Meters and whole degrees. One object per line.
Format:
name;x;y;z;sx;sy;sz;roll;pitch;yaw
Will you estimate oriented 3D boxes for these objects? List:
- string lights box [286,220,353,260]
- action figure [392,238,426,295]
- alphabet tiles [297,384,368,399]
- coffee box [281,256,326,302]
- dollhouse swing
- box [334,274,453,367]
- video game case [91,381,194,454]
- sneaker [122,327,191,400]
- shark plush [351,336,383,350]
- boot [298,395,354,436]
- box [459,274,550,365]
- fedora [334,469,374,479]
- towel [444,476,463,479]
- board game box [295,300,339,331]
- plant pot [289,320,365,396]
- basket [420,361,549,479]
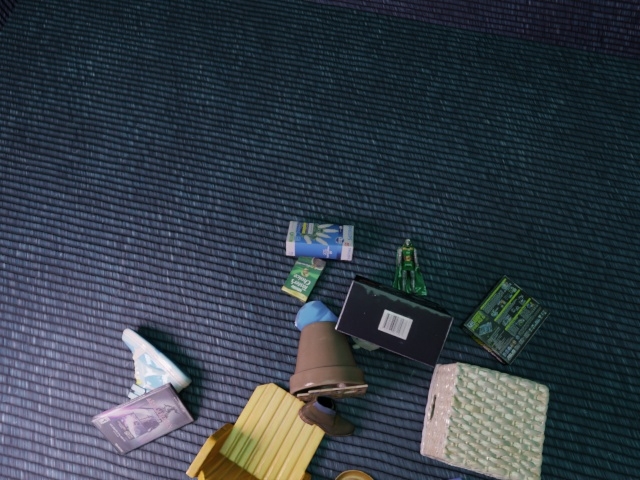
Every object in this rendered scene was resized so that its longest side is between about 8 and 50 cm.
string lights box;0.000;0.000;1.753;0.259;0.077;0.133;4;42;1
action figure;0.349;0.102;1.753;0.137;0.063;0.232;1;67;4
alphabet tiles;0.041;0.535;1.527;0.237;0.198;0.009;-5;62;-1
coffee box;-0.063;0.144;1.746;0.113;0.040;0.184;27;73;9
dollhouse swing;-0.171;0.680;1.446;0.346;0.315;0.305;29;84;10
box;0.249;0.264;1.542;0.343;0.312;0.179;20;91;6
video game case;-0.607;0.618;1.520;0.274;0.196;0.026;-23;30;-7
sneaker;-0.649;0.479;1.587;0.319;0.127;0.208;37;74;13
shark plush;0.190;0.374;1.661;0.161;0.073;0.067;9;41;8
boot;0.043;0.609;1.520;0.219;0.106;0.082;25;34;-15
box;0.703;0.303;1.680;0.216;0.060;0.270;41;75;14
fedora;0.120;0.878;1.470;0.194;0.079;0.194;0;70;0
towel;0.418;0.962;1.466;0.209;0.034;0.285;-11;69;-1
board game box;-0.012;0.316;1.690;0.168;0.033;0.133;43;78;3
plant pot;0.016;0.417;1.552;0.263;0.263;0.229;-5;60;-2
basket;0.545;0.605;1.469;0.331;0.266;0.328;15;71;4
